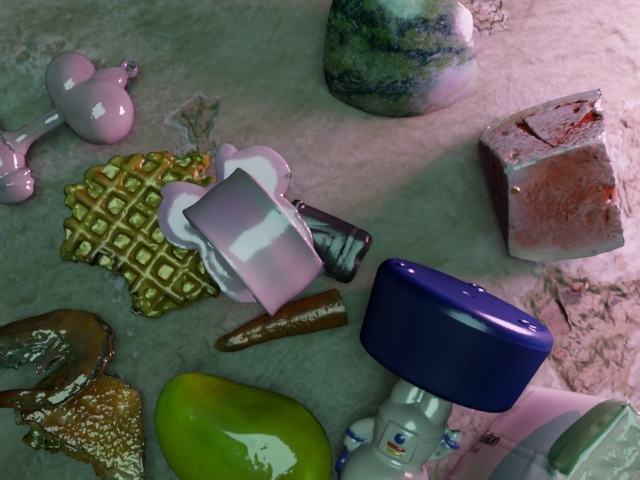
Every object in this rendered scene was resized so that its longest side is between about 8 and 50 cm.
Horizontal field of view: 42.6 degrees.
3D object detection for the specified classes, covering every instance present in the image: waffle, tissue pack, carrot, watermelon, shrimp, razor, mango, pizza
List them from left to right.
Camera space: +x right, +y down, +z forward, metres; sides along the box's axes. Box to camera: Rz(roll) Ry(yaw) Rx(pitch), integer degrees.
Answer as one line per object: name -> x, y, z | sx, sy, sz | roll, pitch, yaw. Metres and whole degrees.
shrimp -> -0.422, 0.184, 1.201 | 0.253, 0.058, 0.173 | -19, 52, -7
pizza -> -0.335, 0.272, 1.226 | 0.226, 0.069, 0.147 | 27, 65, 0
waffle -> -0.263, -0.010, 1.267 | 0.291, 0.051, 0.291 | 1, 82, -5
mango -> -0.116, 0.306, 1.200 | 0.273, 0.149, 0.185 | 16, 90, 2
carrot -> -0.064, 0.132, 1.271 | 0.210, 0.061, 0.061 | -17, 86, -3
razor -> 0.000, 0.000, 1.286 | 0.148, 0.054, 0.090 | 27, 85, 4
watermelon -> 0.133, -0.310, 1.287 | 0.260, 0.256, 0.176 | 37, 38, 7
tissue pack -> 0.322, 0.353, 1.128 | 0.194, 0.356, 0.266 | 44, 82, 0
watermelon -> 0.375, -0.094, 1.259 | 0.213, 0.201, 0.261 | -15, 90, 2

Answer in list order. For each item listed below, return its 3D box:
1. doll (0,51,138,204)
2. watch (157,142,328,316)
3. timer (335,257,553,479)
doll -> -0.431, -0.167, 1.247 | 0.365, 0.094, 0.160 | -35, 81, -9
watch -> -0.099, -0.024, 1.150 | 0.211, 0.217, 0.248 | -38, 92, -8
timer -> 0.140, 0.245, 1.204 | 0.270, 0.270, 0.383 | 24, 98, -2
